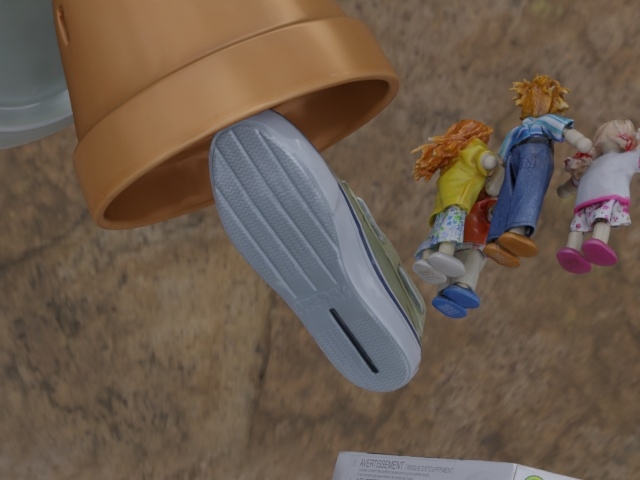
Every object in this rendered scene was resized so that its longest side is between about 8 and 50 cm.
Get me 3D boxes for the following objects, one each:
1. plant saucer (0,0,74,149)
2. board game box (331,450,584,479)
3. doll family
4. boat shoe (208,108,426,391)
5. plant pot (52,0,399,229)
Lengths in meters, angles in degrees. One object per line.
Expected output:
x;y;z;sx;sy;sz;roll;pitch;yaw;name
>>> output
-0.281;-0.212;1.545;0.400;0.400;0.100;-28;55;-13;plant saucer
0.180;0.181;0.966;0.305;0.193;0.053;17;78;-25;board game box
0.157;-0.052;1.385;0.118;0.263;0.163;32;59;-26;doll family
0.000;0.000;1.440;0.109;0.302;0.094;-15;31;27;boat shoe
-0.105;-0.161;1.437;0.291;0.291;0.203;-24;81;-11;plant pot
